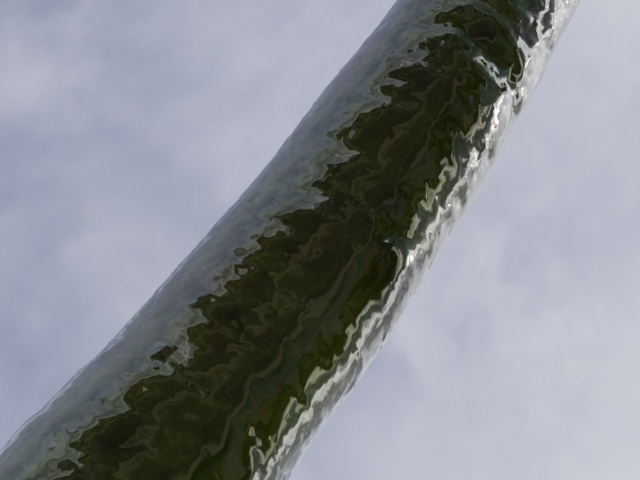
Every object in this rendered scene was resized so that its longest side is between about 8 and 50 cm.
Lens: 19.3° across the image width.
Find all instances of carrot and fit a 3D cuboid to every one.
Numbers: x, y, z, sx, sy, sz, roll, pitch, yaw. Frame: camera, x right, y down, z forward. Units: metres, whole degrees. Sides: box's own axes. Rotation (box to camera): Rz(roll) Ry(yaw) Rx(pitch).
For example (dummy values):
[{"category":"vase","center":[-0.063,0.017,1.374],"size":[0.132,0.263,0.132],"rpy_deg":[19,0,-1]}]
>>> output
[{"category":"carrot","center":[0.000,0.000,0.595],"size":[0.074,0.358,0.074],"rpy_deg":[29,-28,17]}]
